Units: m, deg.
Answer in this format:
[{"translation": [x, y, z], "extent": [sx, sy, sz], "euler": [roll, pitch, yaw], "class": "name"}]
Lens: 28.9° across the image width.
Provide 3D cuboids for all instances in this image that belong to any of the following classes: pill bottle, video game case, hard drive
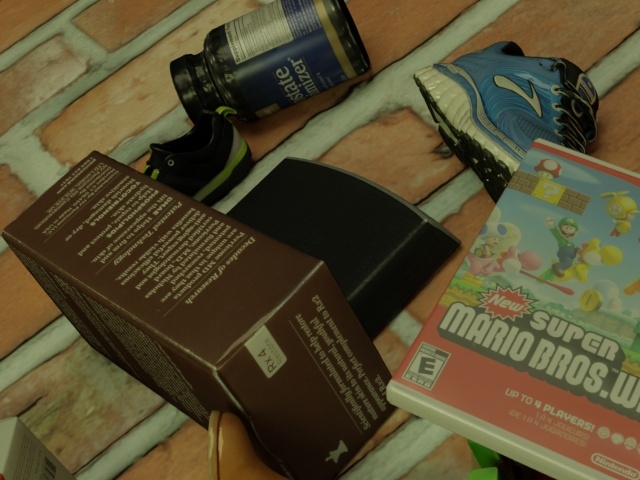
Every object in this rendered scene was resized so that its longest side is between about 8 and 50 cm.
[{"translation": [-0.062, -0.215, 1.483], "extent": [0.219, 0.123, 0.123], "euler": [-23, 39, 9], "class": "pill bottle"}, {"translation": [0.205, 0.053, 0.970], "extent": [0.204, 0.025, 0.285], "euler": [22, 56, 19], "class": "video game case"}, {"translation": [0.000, 0.000, 1.264], "extent": [0.172, 0.054, 0.254], "euler": [-44, 41, -17], "class": "hard drive"}]

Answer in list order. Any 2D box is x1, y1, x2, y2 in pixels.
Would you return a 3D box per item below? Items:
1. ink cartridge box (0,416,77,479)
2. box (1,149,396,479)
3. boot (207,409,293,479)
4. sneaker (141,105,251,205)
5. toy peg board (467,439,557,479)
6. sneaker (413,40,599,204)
[{"translation": [-0.272, 0.262, 1.054], "extent": [0.127, 0.176, 0.128], "euler": [-18, 39, 17], "class": "ink cartridge box"}, {"translation": [-0.121, 0.065, 1.161], "extent": [0.143, 0.191, 0.381], "euler": [-44, 41, -17], "class": "box"}, {"translation": [0.000, 0.209, 0.967], "extent": [0.152, 0.197, 0.073], "euler": [-18, -3, 4], "class": "boot"}, {"translation": [-0.184, -0.067, 1.418], "extent": [0.234, 0.097, 0.084], "euler": [-43, 40, -16], "class": "sneaker"}, {"translation": [0.183, 0.176, 0.940], "extent": [0.160, 0.079, 0.161], "euler": [-14, 42, 20], "class": "toy peg board"}, {"translation": [0.208, -0.111, 1.197], "extent": [0.147, 0.130, 0.330], "euler": [-31, 38, 2], "class": "sneaker"}]
